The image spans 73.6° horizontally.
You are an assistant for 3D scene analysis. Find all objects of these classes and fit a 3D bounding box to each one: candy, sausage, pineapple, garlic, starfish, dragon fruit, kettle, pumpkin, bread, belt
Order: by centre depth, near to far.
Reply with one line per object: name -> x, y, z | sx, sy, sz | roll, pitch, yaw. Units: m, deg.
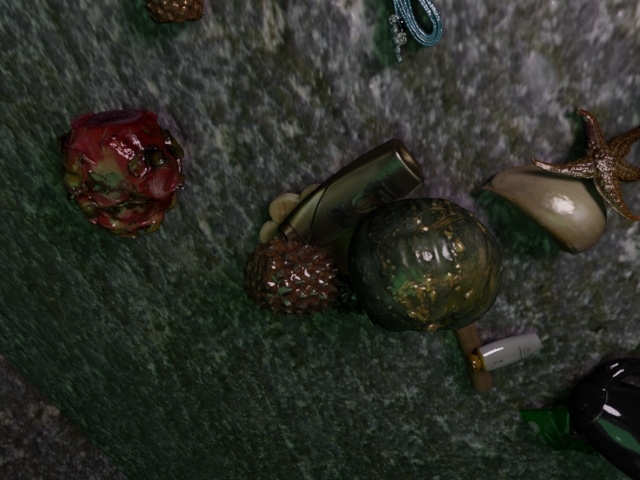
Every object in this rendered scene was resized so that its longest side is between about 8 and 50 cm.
belt -> 0.137, -0.410, 0.735 | 0.100, 0.065, 0.179 | -26, 111, 21
pineapple -> -0.272, -0.534, 0.742 | 0.130, 0.119, 0.278 | 16, 127, 30
starfish -> 0.500, -0.135, 0.761 | 0.237, 0.057, 0.213 | -6, 83, -5
garlic -> 0.449, -0.066, 0.846 | 0.244, 0.146, 0.164 | 32, 158, -3
pumpkin -> 0.212, 0.053, 0.876 | 0.291, 0.258, 0.327 | -19, 156, 24
pineapple -> 0.009, 0.098, 0.961 | 0.361, 0.175, 0.175 | 12, 136, -36
dragon fruit -> -0.440, -0.143, 0.988 | 0.268, 0.250, 0.291 | -4, 118, -3
kettle -> 0.775, 0.433, 1.057 | 0.290, 0.207, 0.268 | 33, 98, 4
bread -> 0.000, 0.000, 1.062 | 0.315, 0.054, 0.316 | 8, 126, 11
sausage -> 0.392, 0.278, 1.127 | 0.065, 0.066, 0.301 | -12, 119, 24
candy -> 0.677, 0.543, 1.216 | 0.141, 0.078, 0.203 | -34, 104, 32

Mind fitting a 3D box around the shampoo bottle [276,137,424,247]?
shampoo bottle -> 0.046, -0.077, 0.917 | 0.350, 0.084, 0.125 | -31, 120, 30

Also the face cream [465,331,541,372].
face cream -> 0.460, 0.282, 1.077 | 0.182, 0.051, 0.072 | -18, 112, -1
